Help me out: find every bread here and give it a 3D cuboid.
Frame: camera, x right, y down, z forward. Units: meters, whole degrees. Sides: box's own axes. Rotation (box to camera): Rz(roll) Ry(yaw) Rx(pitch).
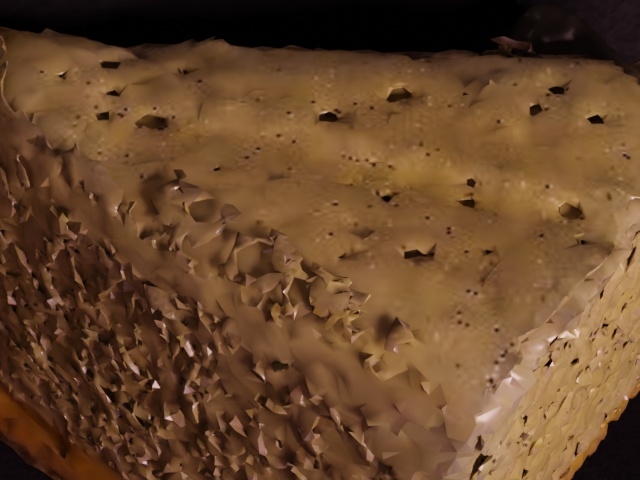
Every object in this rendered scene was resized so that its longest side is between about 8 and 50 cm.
[{"bbox_3d":[0.000,0.000,0.845,0.279,0.315,0.248,-36,154,-29],"label":"bread"}]

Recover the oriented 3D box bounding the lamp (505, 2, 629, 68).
[{"bbox_3d":[0.123,-0.023,0.927,0.101,0.101,0.250,-20,138,0],"label":"lamp"}]
